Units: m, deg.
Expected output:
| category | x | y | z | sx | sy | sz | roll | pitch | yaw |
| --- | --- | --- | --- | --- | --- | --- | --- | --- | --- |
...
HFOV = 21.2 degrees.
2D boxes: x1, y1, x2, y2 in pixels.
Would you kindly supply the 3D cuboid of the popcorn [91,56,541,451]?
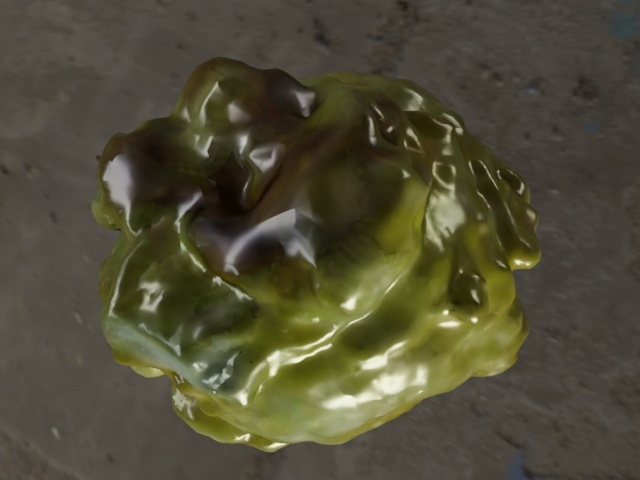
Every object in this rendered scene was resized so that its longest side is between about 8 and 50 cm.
| category | x | y | z | sx | sy | sz | roll | pitch | yaw |
| --- | --- | --- | --- | --- | --- | --- | --- | --- | --- |
| popcorn | -0.001 | 0.002 | 1.219 | 0.312 | 0.312 | 0.312 | -2 | 97 | -15 |
